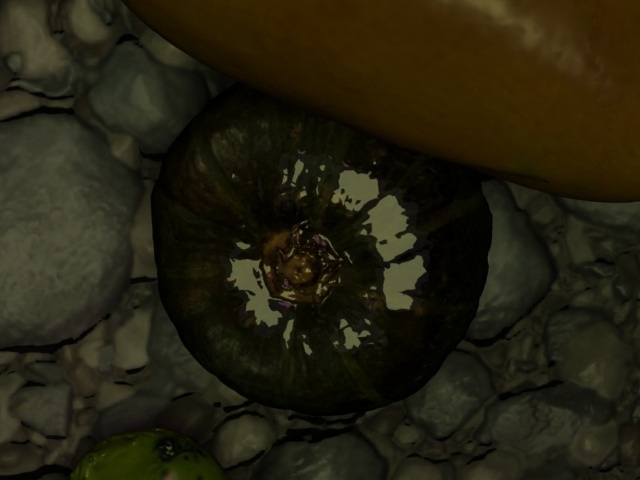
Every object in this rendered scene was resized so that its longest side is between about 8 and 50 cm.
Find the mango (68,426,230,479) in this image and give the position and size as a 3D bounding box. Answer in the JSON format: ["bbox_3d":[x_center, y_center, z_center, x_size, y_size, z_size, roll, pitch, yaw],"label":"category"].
[{"bbox_3d":[-0.108,0.206,1.157,0.119,0.100,0.178,12,115,29],"label":"mango"}]

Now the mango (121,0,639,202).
[{"bbox_3d":[0.056,-0.188,0.975,0.446,0.300,0.232,32,144,1],"label":"mango"}]

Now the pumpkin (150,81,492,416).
[{"bbox_3d":[0.000,0.000,1.086,0.224,0.157,0.223,2,99,13],"label":"pumpkin"}]
